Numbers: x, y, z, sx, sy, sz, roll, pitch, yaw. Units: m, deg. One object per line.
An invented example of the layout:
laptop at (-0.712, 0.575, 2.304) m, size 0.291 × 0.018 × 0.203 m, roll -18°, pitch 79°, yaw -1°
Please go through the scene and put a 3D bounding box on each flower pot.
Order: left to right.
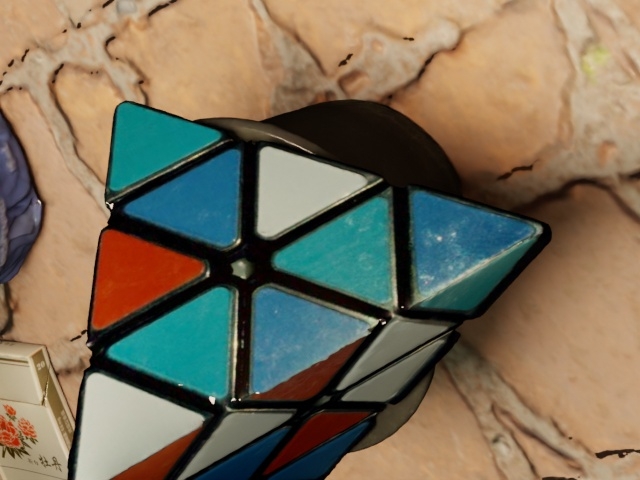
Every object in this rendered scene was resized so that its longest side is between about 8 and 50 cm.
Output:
flower pot at (0.000, 0.000, 1.041) m, size 0.235 × 0.148 × 0.235 m, roll 17°, pitch 127°, yaw 24°

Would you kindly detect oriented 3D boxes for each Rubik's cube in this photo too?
Rubik's cube at (-0.043, 0.065, 0.966) m, size 0.250 × 0.284 × 0.234 m, roll 46°, pitch 162°, yaw 37°

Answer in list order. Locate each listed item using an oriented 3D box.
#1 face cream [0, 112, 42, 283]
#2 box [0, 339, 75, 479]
face cream at (-0.379, -0.021, 1.271) m, size 0.249 × 0.225 × 0.249 m, roll 19°, pitch 129°, yaw 25°
box at (-0.263, 0.178, 1.467) m, size 0.109 × 0.029 × 0.198 m, roll 3°, pitch 123°, yaw 36°
